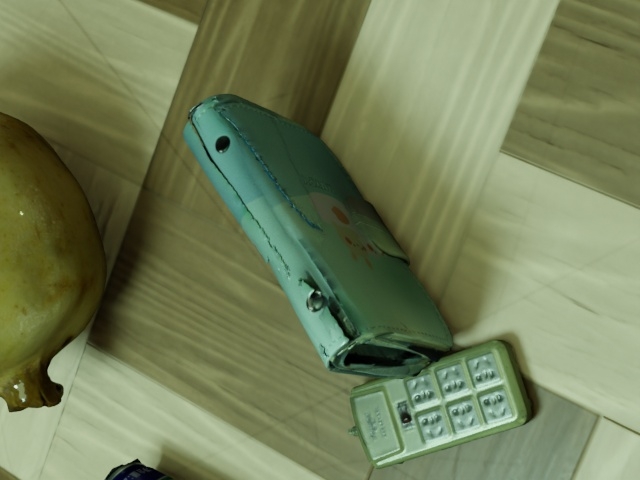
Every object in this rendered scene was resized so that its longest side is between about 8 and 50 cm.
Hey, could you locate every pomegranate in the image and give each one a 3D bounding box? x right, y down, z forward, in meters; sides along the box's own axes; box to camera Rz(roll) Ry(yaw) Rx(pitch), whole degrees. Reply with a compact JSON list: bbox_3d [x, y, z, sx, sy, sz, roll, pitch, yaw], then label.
[{"bbox_3d":[-0.345,0.015,1.228,0.307,0.307,0.307,-1,88,28],"label":"pomegranate"}]

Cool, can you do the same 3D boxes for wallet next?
[{"bbox_3d":[0.000,0.000,1.082,0.075,0.176,0.250,-41,64,17],"label":"wallet"}]

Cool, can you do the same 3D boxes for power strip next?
[{"bbox_3d":[0.094,0.142,1.115,0.169,0.028,0.076,-23,79,26],"label":"power strip"}]

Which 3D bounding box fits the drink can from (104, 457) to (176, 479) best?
[{"bbox_3d":[-0.096,0.286,1.177,0.235,0.097,0.097,20,98,28],"label":"drink can"}]
